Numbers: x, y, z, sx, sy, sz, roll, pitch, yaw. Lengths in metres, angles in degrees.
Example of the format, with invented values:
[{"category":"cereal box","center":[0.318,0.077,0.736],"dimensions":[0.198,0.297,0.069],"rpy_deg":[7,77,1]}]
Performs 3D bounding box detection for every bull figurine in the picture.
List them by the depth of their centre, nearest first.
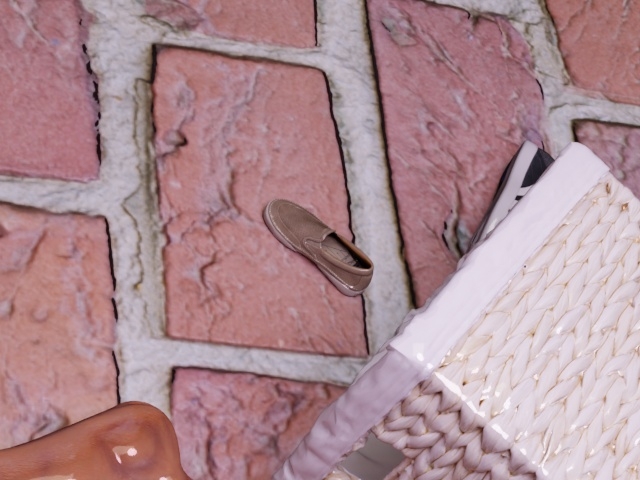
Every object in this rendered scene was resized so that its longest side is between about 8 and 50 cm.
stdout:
[{"category":"bull figurine","center":[-0.235,0.237,1.249],"dimensions":[0.310,0.101,0.188],"rpy_deg":[-21,71,-31]}]

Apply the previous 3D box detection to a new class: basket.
[{"category":"basket","center":[0.176,0.152,1.342],"dimensions":[0.266,0.328,0.331],"rpy_deg":[41,50,3]}]

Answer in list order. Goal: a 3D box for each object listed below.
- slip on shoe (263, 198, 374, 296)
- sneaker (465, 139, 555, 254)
[{"category":"slip on shoe","center":[0.000,0.000,1.553],"dimensions":[0.135,0.041,0.051],"rpy_deg":[45,52,12]},{"category":"sneaker","center":[0.241,-0.014,1.640],"dimensions":[0.121,0.079,0.217],"rpy_deg":[29,49,1]}]
